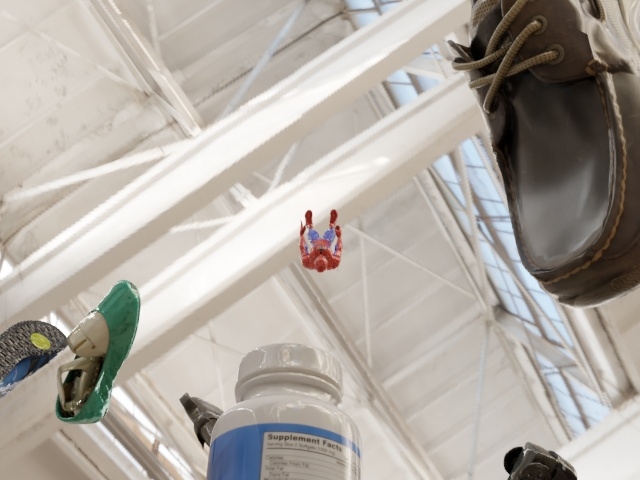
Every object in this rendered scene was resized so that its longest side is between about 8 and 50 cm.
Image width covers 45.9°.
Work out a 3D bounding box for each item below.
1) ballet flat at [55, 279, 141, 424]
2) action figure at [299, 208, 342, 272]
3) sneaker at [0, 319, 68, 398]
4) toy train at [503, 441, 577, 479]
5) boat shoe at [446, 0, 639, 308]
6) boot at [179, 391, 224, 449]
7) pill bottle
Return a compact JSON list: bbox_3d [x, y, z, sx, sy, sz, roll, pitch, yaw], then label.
[{"bbox_3d":[-0.331,0.171,1.098,0.087,0.083,0.247,-4,-58,-49],"label":"ballet flat"},{"bbox_3d":[0.000,0.000,0.657,0.038,0.115,0.030,3,-65,-2],"label":"action figure"},{"bbox_3d":[-0.435,0.173,1.049,0.069,0.209,0.082,41,-71,4],"label":"sneaker"},{"bbox_3d":[0.069,0.163,0.331,0.036,0.027,0.158,24,-83,-8],"label":"toy train"},{"bbox_3d":[0.147,-0.118,0.518,0.130,0.355,0.132,24,-41,-22],"label":"boat shoe"},{"bbox_3d":[-0.118,0.370,1.259,0.091,0.229,0.263,-42,-67,-9],"label":"boot"},{"bbox_3d":[-0.029,0.197,0.585,0.124,0.221,0.124,1,-40,1],"label":"pill bottle"}]
